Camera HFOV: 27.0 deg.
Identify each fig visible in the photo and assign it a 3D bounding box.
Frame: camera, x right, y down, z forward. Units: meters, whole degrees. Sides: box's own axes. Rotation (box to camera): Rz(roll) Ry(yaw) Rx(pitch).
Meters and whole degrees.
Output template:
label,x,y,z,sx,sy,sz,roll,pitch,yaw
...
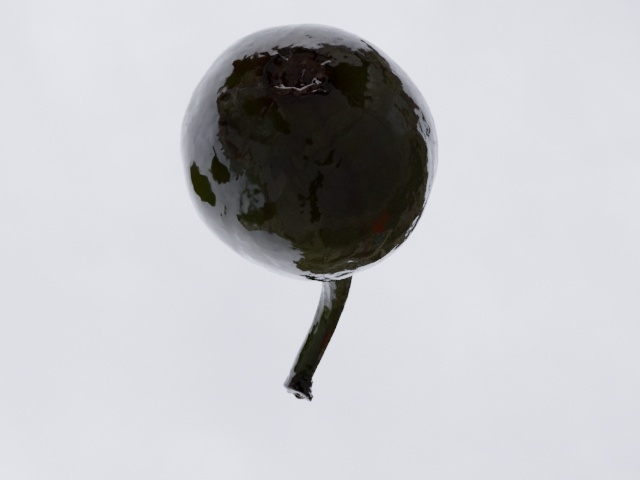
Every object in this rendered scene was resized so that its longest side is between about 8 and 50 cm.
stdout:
label,x,y,z,sx,sy,sz,roll,pitch,yaw
fig,0.000,0.000,0.670,0.124,0.124,0.236,-32,-38,-23
